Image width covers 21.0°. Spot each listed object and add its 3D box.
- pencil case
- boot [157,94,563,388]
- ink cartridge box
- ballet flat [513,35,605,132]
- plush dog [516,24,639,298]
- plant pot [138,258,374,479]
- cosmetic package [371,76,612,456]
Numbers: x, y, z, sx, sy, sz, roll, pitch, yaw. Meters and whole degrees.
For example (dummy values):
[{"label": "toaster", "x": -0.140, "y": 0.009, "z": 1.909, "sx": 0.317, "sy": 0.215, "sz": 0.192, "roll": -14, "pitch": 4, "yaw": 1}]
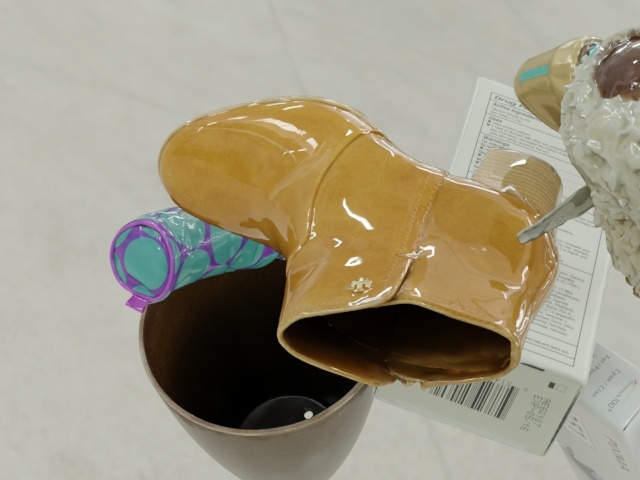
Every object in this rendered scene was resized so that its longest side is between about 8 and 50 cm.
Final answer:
[{"label": "pencil case", "x": -0.088, "y": 0.004, "z": 1.277, "sx": 0.064, "sy": 0.070, "sz": 0.152, "roll": 26, "pitch": 23, "yaw": 27}, {"label": "boot", "x": 0.001, "y": 0.001, "z": 1.076, "sx": 0.295, "sy": 0.104, "sz": 0.211, "roll": 6, "pitch": 31, "yaw": 18}, {"label": "ink cartridge box", "x": 0.326, "y": 0.224, "z": 1.573, "sx": 0.261, "sy": 0.066, "sz": 0.296, "roll": 34, "pitch": -16, "yaw": 42}, {"label": "ballet flat", "x": 0.220, "y": -0.077, "z": 1.174, "sx": 0.232, "sy": 0.080, "sz": 0.073, "roll": 28, "pitch": -23, "yaw": -38}, {"label": "plush dog", "x": 0.234, "y": 0.030, "z": 0.798, "sx": 0.262, "sy": 0.210, "sz": 0.225, "roll": -8, "pitch": 51, "yaw": -28}, {"label": "plant pot", "x": -0.040, "y": 0.136, "z": 1.566, "sx": 0.215, "sy": 0.230, "sz": 0.215, "roll": -3, "pitch": 55, "yaw": 4}, {"label": "cosmetic package", "x": 0.162, "y": 0.015, "z": 1.478, "sx": 0.160, "sy": 0.113, "sz": 0.309, "roll": 20, "pitch": 46, "yaw": 2}]
